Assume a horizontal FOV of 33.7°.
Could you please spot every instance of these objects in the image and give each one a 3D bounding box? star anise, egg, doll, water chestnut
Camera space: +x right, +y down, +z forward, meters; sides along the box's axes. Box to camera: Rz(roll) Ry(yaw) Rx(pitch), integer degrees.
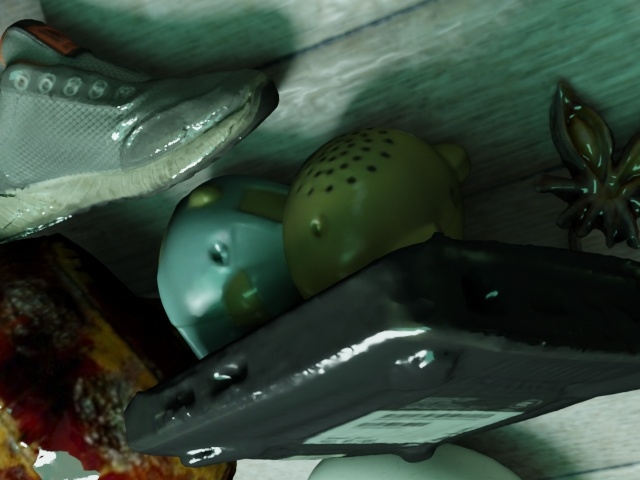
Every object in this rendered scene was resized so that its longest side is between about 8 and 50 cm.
[{"bbox_3d":[0.255,-0.008,0.910,0.148,0.219,0.227,-22,163,-4],"label":"star anise"},{"bbox_3d":[0.108,0.290,1.049,0.264,0.183,0.183,20,126,12],"label":"egg"},{"bbox_3d":[0.000,0.000,0.894,0.260,0.177,0.162,-14,120,28],"label":"doll"},{"bbox_3d":[-0.212,0.136,1.004,0.302,0.350,0.350,-39,112,-12],"label":"water chestnut"}]

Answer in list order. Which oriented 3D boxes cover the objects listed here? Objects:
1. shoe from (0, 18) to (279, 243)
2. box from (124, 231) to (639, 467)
[{"bbox_3d":[-0.197,-0.121,0.912,0.336,0.132,0.171,-16,108,28],"label":"shoe"},{"bbox_3d":[0.073,0.105,0.826,0.359,0.091,0.350,8,151,-41],"label":"box"}]
